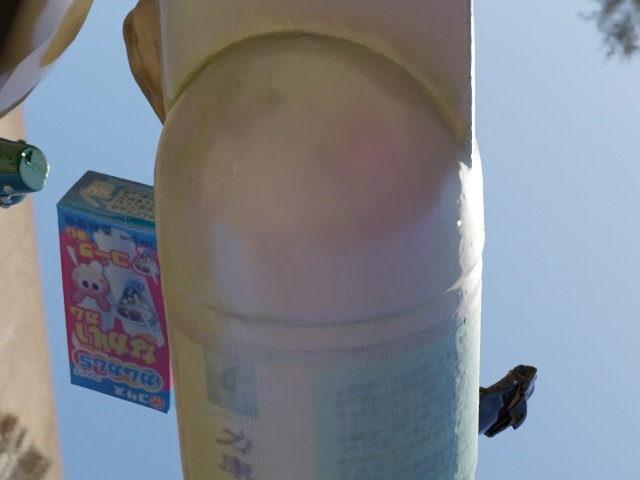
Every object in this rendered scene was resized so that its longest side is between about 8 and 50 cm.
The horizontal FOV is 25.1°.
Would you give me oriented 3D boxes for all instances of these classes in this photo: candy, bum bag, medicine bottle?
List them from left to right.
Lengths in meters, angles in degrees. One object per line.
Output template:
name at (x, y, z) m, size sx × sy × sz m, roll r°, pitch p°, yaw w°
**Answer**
candy at (-0.251, 0.070, 1.887) m, size 0.157 × 0.305 × 0.100 m, roll 15°, pitch -142°, yaw 15°
medicine bottle at (0.000, 0.000, 1.036) m, size 0.236 × 0.406 × 0.235 m, roll -2°, pitch -152°, yaw 1°
bum bag at (0.130, 0.179, 1.408) m, size 0.198 × 0.087 × 0.049 m, roll -15°, pitch -123°, yaw -23°

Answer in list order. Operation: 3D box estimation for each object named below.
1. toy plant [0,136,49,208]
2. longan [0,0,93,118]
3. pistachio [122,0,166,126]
toy plant at (-0.522, -0.112, 2.112) m, size 0.243 × 0.233 × 0.112 m, roll -9°, pitch -119°, yaw 49°
longan at (-0.332, -0.230, 1.046) m, size 0.405 × 0.336 × 0.404 m, roll -26°, pitch -137°, yaw 27°
pistachio at (-0.080, -0.156, 1.469) m, size 0.163 × 0.260 × 0.213 m, roll -32°, pitch 180°, yaw 42°
